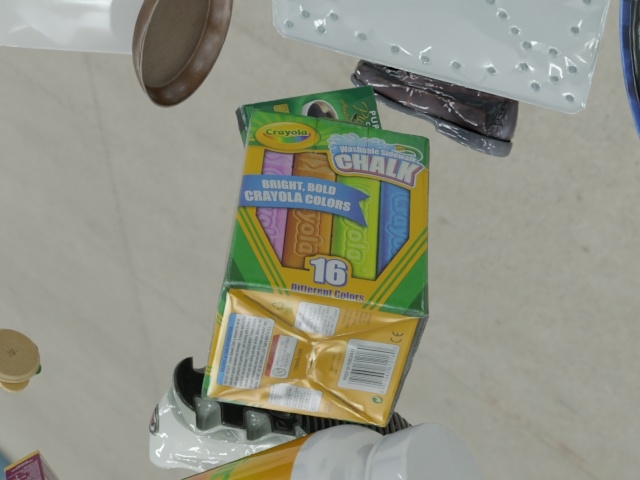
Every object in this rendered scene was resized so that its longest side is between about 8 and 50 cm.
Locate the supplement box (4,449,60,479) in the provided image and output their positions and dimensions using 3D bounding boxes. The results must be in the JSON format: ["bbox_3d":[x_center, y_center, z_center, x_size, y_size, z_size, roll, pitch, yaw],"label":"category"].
[{"bbox_3d":[-0.297,0.270,1.271,0.055,0.043,0.083,64,173,-29],"label":"supplement box"}]

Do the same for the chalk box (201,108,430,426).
[{"bbox_3d":[0.000,0.000,1.149,0.179,0.289,0.180,9,136,-5],"label":"chalk box"}]

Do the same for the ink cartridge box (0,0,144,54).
[{"bbox_3d":[-0.297,-0.280,1.407,0.237,0.172,0.100,-138,51,-69],"label":"ink cartridge box"}]

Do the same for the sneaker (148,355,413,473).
[{"bbox_3d":[-0.032,0.233,1.333,0.330,0.122,0.146,20,125,-16],"label":"sneaker"}]

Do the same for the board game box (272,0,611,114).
[{"bbox_3d":[0.133,-0.342,1.308,0.390,0.050,0.390,17,141,14],"label":"board game box"}]

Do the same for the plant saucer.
[{"bbox_3d":[-0.147,-0.222,1.261,0.029,0.168,0.168,25,151,18],"label":"plant saucer"}]

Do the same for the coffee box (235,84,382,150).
[{"bbox_3d":[-0.009,-0.133,1.568,0.040,0.184,0.113,152,105,-70],"label":"coffee box"}]

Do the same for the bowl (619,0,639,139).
[{"bbox_3d":[0.313,-0.072,0.618,0.391,0.077,0.391,44,152,32],"label":"bowl"}]

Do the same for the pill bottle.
[{"bbox_3d":[-0.006,0.211,0.869,0.245,0.136,0.136,-25,114,33],"label":"pill bottle"}]

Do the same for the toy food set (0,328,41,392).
[{"bbox_3d":[-0.389,0.146,1.516,0.083,0.082,0.020,36,130,-2],"label":"toy food set"}]

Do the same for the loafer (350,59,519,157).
[{"bbox_3d":[0.166,-0.212,1.703,0.302,0.109,0.095,35,112,41],"label":"loafer"}]
